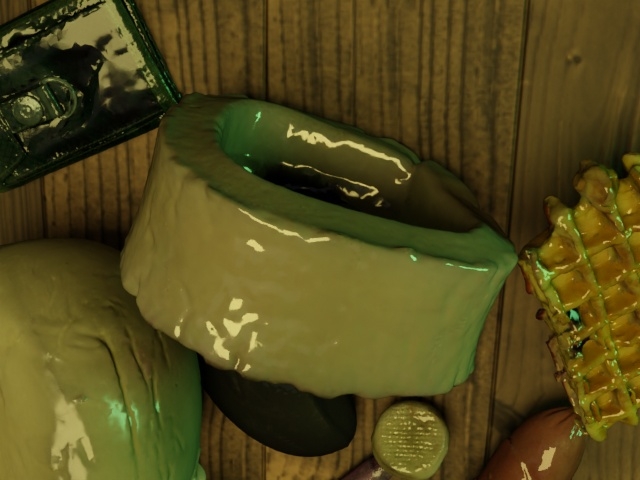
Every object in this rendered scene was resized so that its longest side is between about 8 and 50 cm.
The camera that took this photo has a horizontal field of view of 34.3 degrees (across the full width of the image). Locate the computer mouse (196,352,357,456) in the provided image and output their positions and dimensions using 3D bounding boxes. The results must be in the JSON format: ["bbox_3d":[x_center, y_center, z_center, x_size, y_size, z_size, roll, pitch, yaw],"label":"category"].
[{"bbox_3d":[-0.066,0.128,1.078,0.137,0.086,0.270,-25,102,36],"label":"computer mouse"}]

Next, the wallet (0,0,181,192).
[{"bbox_3d":[-0.273,-0.155,1.059,0.236,0.055,0.160,-20,110,18],"label":"wallet"}]

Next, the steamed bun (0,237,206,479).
[{"bbox_3d":[-0.240,0.147,1.042,0.334,0.233,0.312,8,103,48],"label":"steamed bun"}]

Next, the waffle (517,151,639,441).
[{"bbox_3d":[0.287,0.048,0.943,0.283,0.065,0.309,12,113,-23],"label":"waffle"}]

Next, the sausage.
[{"bbox_3d":[0.165,0.339,1.117,0.088,0.088,0.433,27,112,2],"label":"sausage"}]

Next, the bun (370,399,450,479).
[{"bbox_3d":[0.096,0.212,1.099,0.086,0.055,0.086,-3,72,8],"label":"bun"}]

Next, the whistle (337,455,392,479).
[{"bbox_3d":[0.021,0.287,1.158,0.176,0.033,0.033,-40,97,23],"label":"whistle"}]

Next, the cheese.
[{"bbox_3d":[0.001,-0.003,0.927,0.332,0.292,0.153,20,113,-5],"label":"cheese"}]
